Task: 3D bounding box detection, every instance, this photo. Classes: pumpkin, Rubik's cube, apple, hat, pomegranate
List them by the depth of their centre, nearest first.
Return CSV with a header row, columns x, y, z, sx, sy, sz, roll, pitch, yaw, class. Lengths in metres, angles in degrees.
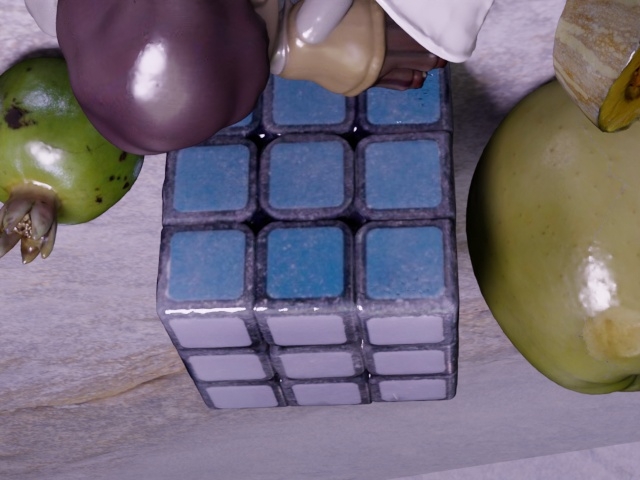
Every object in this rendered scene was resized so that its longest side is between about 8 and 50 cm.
x,y,z,sx,sy,sz,roll,pitch,yaw,class
0.105,-0.257,1.028,0.126,0.203,0.203,-37,139,30,hat
0.291,-0.205,1.163,0.110,0.217,0.217,35,162,18,pumpkin
-0.281,-0.079,1.311,0.187,0.225,0.187,9,145,6,pomegranate
0.323,-0.003,1.370,0.357,0.357,0.357,0,155,0,apple
0.000,0.000,1.387,0.305,0.301,0.304,-4,154,5,Rubik's cube

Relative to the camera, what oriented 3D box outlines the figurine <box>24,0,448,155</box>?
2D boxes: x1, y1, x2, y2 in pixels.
x,y,z,sx,sy,sz,roll,pitch,yaw,class
-0.066,-0.206,1.158,0.365,0.206,0.218,-17,-175,-24,figurine
